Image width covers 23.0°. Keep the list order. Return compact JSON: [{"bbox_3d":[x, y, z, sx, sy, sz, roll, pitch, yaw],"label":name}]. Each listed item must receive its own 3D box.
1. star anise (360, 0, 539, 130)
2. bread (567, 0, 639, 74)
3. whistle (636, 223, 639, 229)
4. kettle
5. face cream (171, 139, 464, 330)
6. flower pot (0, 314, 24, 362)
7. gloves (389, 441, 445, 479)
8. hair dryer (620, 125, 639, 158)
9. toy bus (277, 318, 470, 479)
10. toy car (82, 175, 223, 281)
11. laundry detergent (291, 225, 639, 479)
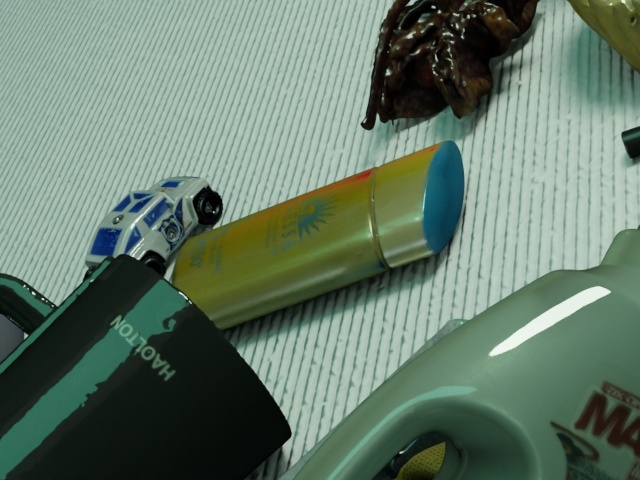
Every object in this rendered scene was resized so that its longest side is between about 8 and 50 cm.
[{"bbox_3d":[0.136,-0.213,1.603,0.190,0.126,0.220,-13,31,22],"label":"star anise"},{"bbox_3d":[0.348,-0.267,1.464,0.274,0.149,0.274,-17,34,12],"label":"bread"},{"bbox_3d":[0.395,0.030,0.928,0.404,0.188,0.168,-10,36,32],"label":"whistle"},{"bbox_3d":[-0.219,0.162,1.228,0.308,0.262,0.203,-43,11,-16],"label":"kettle"},{"bbox_3d":[0.000,0.000,1.456,0.285,0.067,0.139,-20,34,18],"label":"face cream"},{"bbox_3d":[-0.381,0.132,1.453,0.265,0.265,0.243,-22,18,16],"label":"flower pot"},{"bbox_3d":[0.079,0.212,0.980,0.331,0.154,0.141,-31,6,-21],"label":"gloves"},{"bbox_3d":[0.285,-0.072,1.349,0.047,0.026,0.083,-20,35,21],"label":"hair dryer"},{"bbox_3d":[0.050,0.167,1.147,0.261,0.091,0.109,-40,20,-17],"label":"toy bus"},{"bbox_3d":[-0.181,-0.008,1.631,0.080,0.070,0.171,4,44,45],"label":"toy car"},{"bbox_3d":[0.114,0.141,0.841,0.398,0.264,0.124,-62,15,-9],"label":"laundry detergent"}]
